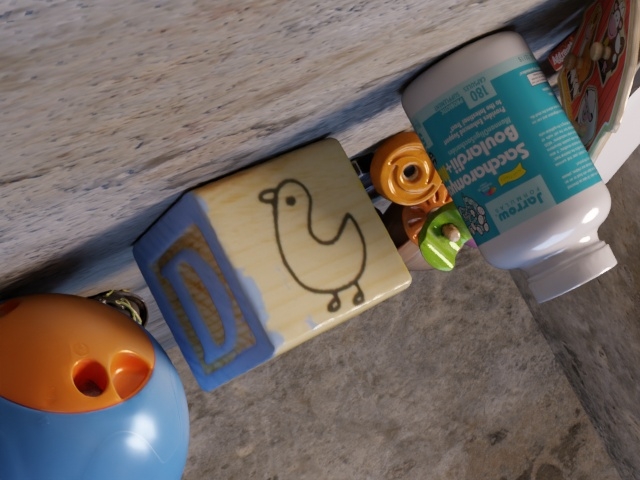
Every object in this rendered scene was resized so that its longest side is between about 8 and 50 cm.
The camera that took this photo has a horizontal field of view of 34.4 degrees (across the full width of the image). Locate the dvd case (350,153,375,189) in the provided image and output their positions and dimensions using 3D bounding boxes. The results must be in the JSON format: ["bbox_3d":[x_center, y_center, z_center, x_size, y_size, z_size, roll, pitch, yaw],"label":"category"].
[{"bbox_3d":[0.020,-0.067,1.514,0.238,0.030,0.179,-31,175,37],"label":"dvd case"}]

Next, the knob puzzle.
[{"bbox_3d":[0.290,-0.188,1.098,0.029,0.213,0.213,8,170,-6],"label":"knob puzzle"}]

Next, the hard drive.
[{"bbox_3d":[0.436,-0.191,1.435,0.233,0.047,0.353,-23,153,-45],"label":"hard drive"}]

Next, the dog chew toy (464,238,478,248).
[{"bbox_3d":[0.295,-0.112,1.660,0.206,0.207,0.332,-27,167,-15],"label":"dog chew toy"}]

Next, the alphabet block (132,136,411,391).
[{"bbox_3d":[-0.057,0.028,1.129,0.197,0.192,0.193,-26,177,-34],"label":"alphabet block"}]

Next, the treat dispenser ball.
[{"bbox_3d":[-0.279,0.196,1.058,0.288,0.288,0.288,-28,175,-2],"label":"treat dispenser ball"}]

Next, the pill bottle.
[{"bbox_3d":[0.204,-0.072,1.074,0.146,0.264,0.146,-28,175,-3],"label":"pill bottle"}]

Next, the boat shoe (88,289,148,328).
[{"bbox_3d":[-0.276,0.103,1.386,0.068,0.081,0.228,-30,-177,-4],"label":"boat shoe"}]

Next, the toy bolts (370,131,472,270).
[{"bbox_3d":[0.177,-0.112,1.447,0.228,0.218,0.158,-42,-154,7],"label":"toy bolts"}]

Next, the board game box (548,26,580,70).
[{"bbox_3d":[0.439,-0.307,1.332,0.281,0.027,0.145,-27,173,-16],"label":"board game box"}]

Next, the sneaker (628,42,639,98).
[{"bbox_3d":[0.370,-0.246,1.196,0.118,0.083,0.222,-38,162,-32],"label":"sneaker"}]

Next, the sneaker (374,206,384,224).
[{"bbox_3d":[0.056,-0.020,1.818,0.180,0.125,0.321,-30,-172,-28],"label":"sneaker"}]

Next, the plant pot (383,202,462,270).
[{"bbox_3d":[0.202,-0.023,1.928,0.237,0.109,0.237,-47,-165,17],"label":"plant pot"}]
